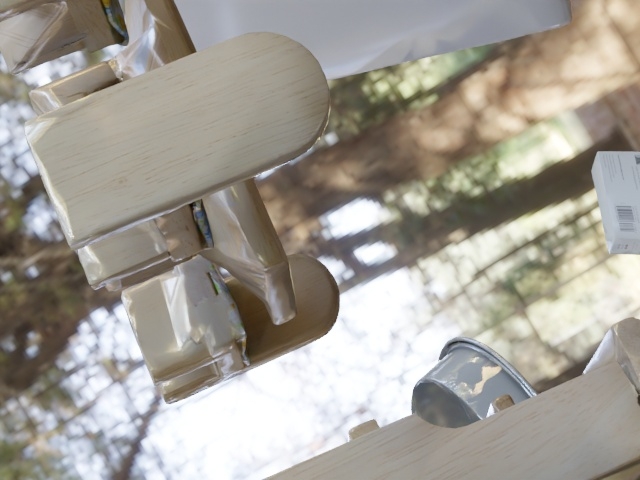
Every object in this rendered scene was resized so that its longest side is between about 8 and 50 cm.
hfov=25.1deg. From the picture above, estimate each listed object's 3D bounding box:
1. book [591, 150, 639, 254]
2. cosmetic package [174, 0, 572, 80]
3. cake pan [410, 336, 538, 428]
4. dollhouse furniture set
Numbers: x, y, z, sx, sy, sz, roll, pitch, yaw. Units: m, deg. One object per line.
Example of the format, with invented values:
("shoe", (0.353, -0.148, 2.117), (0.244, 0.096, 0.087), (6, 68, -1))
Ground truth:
("book", (0.296, -0.028, 1.143), (0.035, 0.144, 0.096), (97, 174, -47))
("cosmetic package", (-0.003, -0.381, 1.132), (0.329, 0.327, 0.394), (60, -156, -51))
("cake pan", (0.175, 0.235, 1.382), (0.293, 0.054, 0.293), (55, 161, 30))
("dollhouse furniture set", (0.000, 0.000, 0.844), (0.362, 0.256, 0.394), (85, 161, -71))
